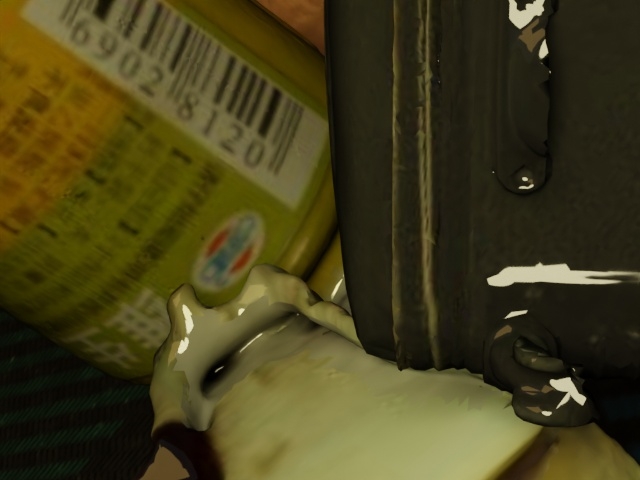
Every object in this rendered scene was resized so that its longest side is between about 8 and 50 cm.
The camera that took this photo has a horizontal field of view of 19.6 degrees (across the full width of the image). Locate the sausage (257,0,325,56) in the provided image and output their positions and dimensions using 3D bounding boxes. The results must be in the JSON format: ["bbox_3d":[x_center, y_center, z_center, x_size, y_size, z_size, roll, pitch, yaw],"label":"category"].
[{"bbox_3d":[0.017,-0.182,1.101,0.086,0.086,0.289,-87,23,-47],"label":"sausage"}]

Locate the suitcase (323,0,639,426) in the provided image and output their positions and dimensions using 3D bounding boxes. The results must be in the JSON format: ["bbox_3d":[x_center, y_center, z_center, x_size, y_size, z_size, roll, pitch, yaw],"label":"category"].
[{"bbox_3d":[0.105,-0.100,0.822,0.434,0.194,0.283,-69,-21,-73],"label":"suitcase"}]

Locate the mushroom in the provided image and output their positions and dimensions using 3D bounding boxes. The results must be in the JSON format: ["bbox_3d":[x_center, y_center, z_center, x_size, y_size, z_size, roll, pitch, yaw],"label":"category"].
[{"bbox_3d":[0.004,0.152,0.837,0.217,0.212,0.292,-50,40,-9],"label":"mushroom"}]

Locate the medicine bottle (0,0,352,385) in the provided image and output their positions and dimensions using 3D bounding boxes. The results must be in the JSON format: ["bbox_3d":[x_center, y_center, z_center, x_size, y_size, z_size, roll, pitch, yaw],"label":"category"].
[{"bbox_3d":[-0.087,-0.035,1.040,0.224,0.384,0.224,-40,30,29],"label":"medicine bottle"}]
